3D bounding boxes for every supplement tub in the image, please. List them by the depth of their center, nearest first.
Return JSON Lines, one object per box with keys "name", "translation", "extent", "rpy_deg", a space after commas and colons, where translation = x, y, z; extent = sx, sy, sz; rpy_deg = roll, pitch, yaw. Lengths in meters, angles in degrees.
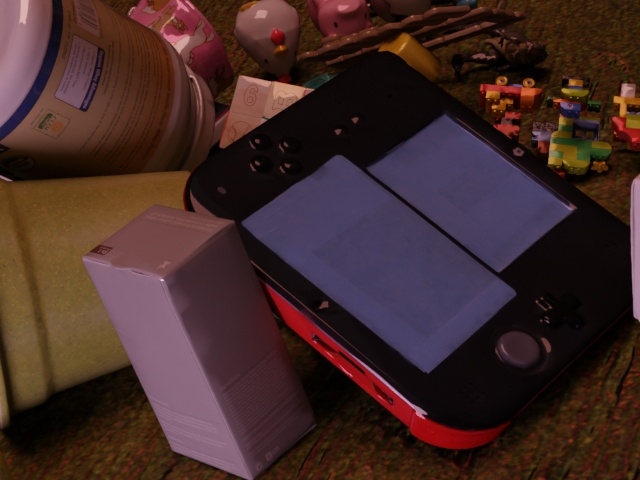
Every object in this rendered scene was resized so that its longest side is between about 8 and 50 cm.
{"name": "supplement tub", "translation": [-0.289, -0.165, 1.702], "extent": [0.228, 0.316, 0.228], "rpy_deg": [-15, 65, 33]}

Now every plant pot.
{"name": "plant pot", "translation": [-0.242, 0.035, 1.608], "extent": [0.254, 0.276, 0.276], "rpy_deg": [-13, 25, -15]}

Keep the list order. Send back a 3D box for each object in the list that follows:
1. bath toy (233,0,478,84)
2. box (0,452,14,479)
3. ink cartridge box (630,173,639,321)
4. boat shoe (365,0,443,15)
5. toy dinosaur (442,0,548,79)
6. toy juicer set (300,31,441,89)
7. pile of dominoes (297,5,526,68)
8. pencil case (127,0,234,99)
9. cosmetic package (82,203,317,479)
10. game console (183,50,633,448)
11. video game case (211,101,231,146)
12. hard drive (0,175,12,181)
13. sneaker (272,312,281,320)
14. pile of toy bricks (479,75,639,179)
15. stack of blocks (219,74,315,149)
{"name": "bath toy", "translation": [0.049, -0.329, 2.233], "extent": [0.348, 0.129, 0.151], "rpy_deg": [-19, -5, -7]}
{"name": "box", "translation": [-0.407, 0.273, 1.445], "extent": [0.232, 0.058, 0.087], "rpy_deg": [-16, 26, 3]}
{"name": "ink cartridge box", "translation": [0.499, -0.043, 1.348], "extent": [0.285, 0.166, 0.395], "rpy_deg": [22, 46, 37]}
{"name": "boat shoe", "translation": [0.105, -0.415, 2.384], "extent": [0.257, 0.095, 0.095], "rpy_deg": [-9, 28, 16]}
{"name": "toy dinosaur", "translation": [0.231, -0.274, 2.093], "extent": [0.118, 0.064, 0.268], "rpy_deg": [-10, 25, -2]}
{"name": "toy juicer set", "translation": [-0.001, -0.136, 1.960], "extent": [0.329, 0.089, 0.209], "rpy_deg": [-15, 40, 42]}
{"name": "pile of dominoes", "translation": [0.113, -0.278, 1.982], "extent": [0.251, 0.040, 0.196], "rpy_deg": [-15, -6, 34]}
{"name": "pencil case", "translation": [-0.299, -0.162, 2.007], "extent": [0.386, 0.160, 0.167], "rpy_deg": [-41, 32, -14]}
{"name": "cosmetic package", "translation": [-0.110, 0.093, 1.408], "extent": [0.127, 0.238, 0.107], "rpy_deg": [14, 41, 44]}
{"name": "game console", "translation": [0.097, -0.006, 1.463], "extent": [0.386, 0.060, 0.342], "rpy_deg": [39, 57, 19]}
{"name": "video game case", "translation": [-0.259, -0.137, 2.111], "extent": [0.204, 0.025, 0.285], "rpy_deg": [-43, 35, -19]}
{"name": "hard drive", "translation": [-0.346, -0.041, 1.867], "extent": [0.307, 0.203, 0.040], "rpy_deg": [-24, -12, -14]}
{"name": "sneaker", "translation": [-0.001, 0.072, 1.571], "extent": [0.192, 0.064, 0.086], "rpy_deg": [5, 30, 31]}
{"name": "pile of toy bricks", "translation": [0.284, -0.115, 1.741], "extent": [0.212, 0.118, 0.105], "rpy_deg": [5, 60, 9]}
{"name": "stack of blocks", "translation": [0.060, -0.099, 1.719], "extent": [0.297, 0.087, 0.171], "rpy_deg": [14, -2, 23]}
